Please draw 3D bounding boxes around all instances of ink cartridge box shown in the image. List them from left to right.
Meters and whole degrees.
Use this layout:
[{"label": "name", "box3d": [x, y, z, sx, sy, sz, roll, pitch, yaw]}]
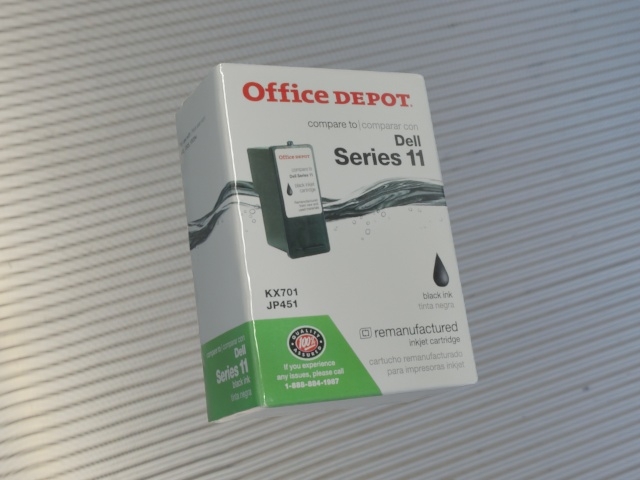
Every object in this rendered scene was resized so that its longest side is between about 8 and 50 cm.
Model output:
[{"label": "ink cartridge box", "box3d": [0.000, 0.000, 0.642, 0.153, 0.087, 0.208, -2, 75, -27]}]
